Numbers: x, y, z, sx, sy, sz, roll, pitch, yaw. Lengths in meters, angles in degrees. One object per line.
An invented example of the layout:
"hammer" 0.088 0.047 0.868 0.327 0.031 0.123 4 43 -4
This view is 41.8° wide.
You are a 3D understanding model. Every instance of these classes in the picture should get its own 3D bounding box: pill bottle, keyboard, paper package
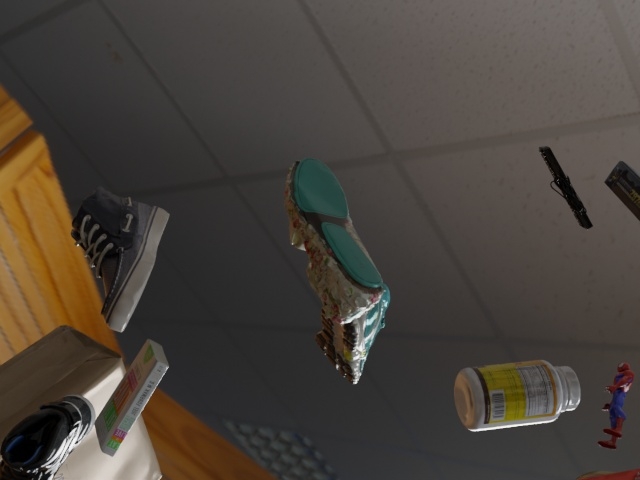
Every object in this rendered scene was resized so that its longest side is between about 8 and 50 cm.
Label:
"pill bottle" 0.367 0.285 1.560 0.215 0.117 0.117 -3 -32 -13
"keyboard" 0.491 -0.104 1.712 0.192 0.038 0.100 60 4 0
"paper package" -0.452 0.353 1.389 0.168 0.309 0.324 26 -41 35

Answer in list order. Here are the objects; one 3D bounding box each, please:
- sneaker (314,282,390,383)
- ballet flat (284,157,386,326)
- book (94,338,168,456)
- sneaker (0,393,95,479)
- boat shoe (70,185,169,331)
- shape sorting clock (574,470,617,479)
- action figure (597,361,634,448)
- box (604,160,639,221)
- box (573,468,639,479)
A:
"sneaker" 0.064 0.159 1.417 0.107 0.110 0.275 48 -23 18
"ballet flat" 0.000 0.000 0.966 0.091 0.241 0.077 14 -54 -29
"book" -0.260 0.217 1.161 0.035 0.144 0.096 31 0 -21
"sneaker" -0.372 0.282 1.021 0.079 0.217 0.121 34 -2 8
"boat shoe" -0.378 0.026 1.482 0.158 0.340 0.127 23 -65 -13
"shape sorting clock" 0.460 0.429 1.240 0.206 0.040 0.206 28 -41 27
"action figure" 0.333 0.179 0.942 0.030 0.115 0.038 16 -47 22
"box" 0.671 -0.048 1.578 0.233 0.183 0.059 24 -67 -17
"box" 0.342 0.311 0.868 0.257 0.128 0.122 -13 -30 6
